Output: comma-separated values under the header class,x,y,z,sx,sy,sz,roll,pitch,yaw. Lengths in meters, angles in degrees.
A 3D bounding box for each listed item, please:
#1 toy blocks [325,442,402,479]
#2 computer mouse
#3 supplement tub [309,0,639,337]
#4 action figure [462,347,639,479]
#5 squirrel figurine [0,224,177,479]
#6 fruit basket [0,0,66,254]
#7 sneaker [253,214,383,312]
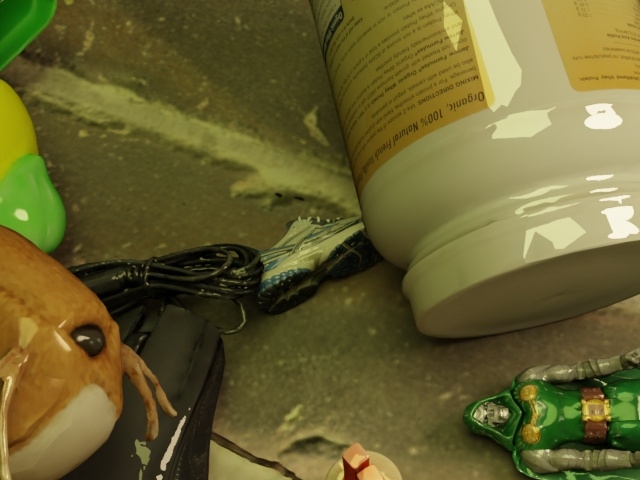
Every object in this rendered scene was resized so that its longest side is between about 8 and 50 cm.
class,x,y,z,sx,sy,sz,roll,pitch,yaw
toy blocks,0.026,0.182,0.588,0.054,0.148,0.123,-2,59,5
computer mouse,-0.143,0.118,0.679,0.189,0.072,0.272,-7,60,16
supplement tub,0.124,-0.108,0.688,0.228,0.228,0.316,-12,71,0
action figure,0.215,0.120,0.657,0.232,0.063,0.137,-4,62,9
squirrel figurine,-0.249,0.175,0.516,0.397,0.281,0.370,-3,87,35
fruit basket,-0.370,-0.119,0.753,0.392,0.283,0.392,-8,61,15
sneaker,0.000,0.000,0.759,0.135,0.052,0.058,-26,55,-9
